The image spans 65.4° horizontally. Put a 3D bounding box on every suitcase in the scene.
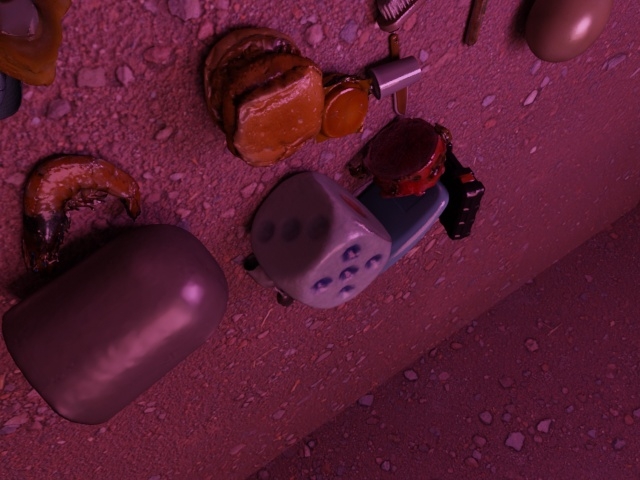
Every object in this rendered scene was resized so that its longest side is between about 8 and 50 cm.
[{"bbox_3d":[0.359,-0.164,1.432,0.066,0.285,0.206,-13,140,-11],"label":"suitcase"}]

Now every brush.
[{"bbox_3d":[0.239,-0.576,1.044,0.327,0.070,0.065,-43,136,3],"label":"brush"}]

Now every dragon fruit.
[{"bbox_3d":[0.228,-0.213,1.345,0.282,0.211,0.147,-22,146,24],"label":"dragon fruit"}]

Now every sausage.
[{"bbox_3d":[0.389,-0.587,1.193,0.033,0.033,0.269,-23,143,-22],"label":"sausage"}]

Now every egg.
[{"bbox_3d":[0.647,-0.591,1.294,0.189,0.188,0.253,5,116,-46],"label":"egg"}]

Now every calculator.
[{"bbox_3d":[0.190,-0.065,1.417,0.386,0.256,0.054,-44,135,13],"label":"calculator"}]

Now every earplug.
[{"bbox_3d":[-0.395,0.150,1.067,0.394,0.312,0.312,-37,146,-5],"label":"earplug"}]

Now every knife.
[{"bbox_3d":[0.199,-0.402,1.241,0.046,0.022,0.256,-36,146,-12],"label":"knife"}]

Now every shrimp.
[{"bbox_3d":[-0.476,-0.040,0.996,0.222,0.054,0.290,2,125,-45],"label":"shrimp"}]

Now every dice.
[{"bbox_3d":[0.000,0.000,1.303,0.262,0.268,0.265,-47,146,14],"label":"dice"}]

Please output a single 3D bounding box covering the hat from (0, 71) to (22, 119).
[{"bbox_3d":[-0.504,-0.237,0.720,0.138,0.078,0.190,-17,141,-32],"label":"hat"}]

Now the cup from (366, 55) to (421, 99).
[{"bbox_3d":[0.171,-0.380,1.186,0.116,0.074,0.104,-23,166,-6],"label":"cup"}]

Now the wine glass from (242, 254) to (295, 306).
[{"bbox_3d":[-0.151,0.118,1.478,0.074,0.074,0.262,-38,144,-2],"label":"wine glass"}]

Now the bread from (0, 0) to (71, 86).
[{"bbox_3d":[-0.444,-0.308,0.647,0.233,0.088,0.160,6,90,-46],"label":"bread"}]

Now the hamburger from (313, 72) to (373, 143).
[{"bbox_3d":[0.032,-0.307,1.131,0.190,0.093,0.164,-13,136,-35],"label":"hamburger"}]

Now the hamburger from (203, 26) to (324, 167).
[{"bbox_3d":[-0.108,-0.278,0.977,0.244,0.163,0.244,-31,151,-20],"label":"hamburger"}]
